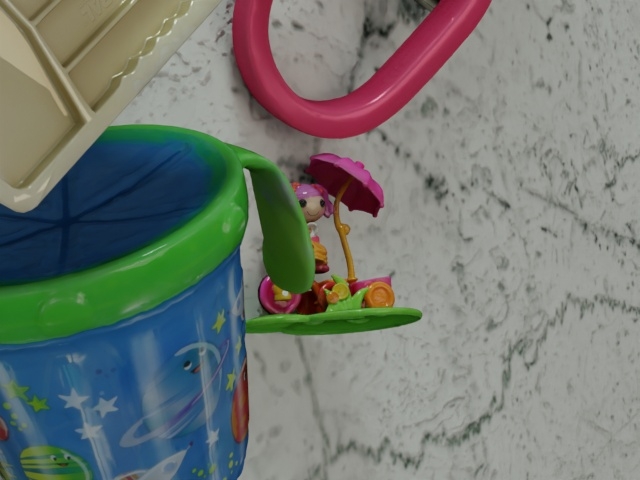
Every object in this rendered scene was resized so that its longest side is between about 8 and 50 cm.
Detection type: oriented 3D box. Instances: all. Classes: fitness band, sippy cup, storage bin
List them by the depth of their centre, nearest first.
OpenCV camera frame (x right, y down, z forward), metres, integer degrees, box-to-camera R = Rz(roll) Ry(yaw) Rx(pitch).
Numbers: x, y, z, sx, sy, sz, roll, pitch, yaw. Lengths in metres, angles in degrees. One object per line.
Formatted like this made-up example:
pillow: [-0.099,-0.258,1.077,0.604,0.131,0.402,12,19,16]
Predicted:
storage bin: [-0.201,-0.131,0.591,0.260,0.262,0.123,-56,129,-31]
sippy cup: [-0.147,0.069,0.710,0.240,0.305,0.224,-104,-176,-63]
fitness band: [0.048,-0.225,0.950,0.291,0.054,0.209,-47,132,-7]

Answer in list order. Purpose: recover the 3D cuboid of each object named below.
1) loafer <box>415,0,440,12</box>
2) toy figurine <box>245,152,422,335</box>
loafer: [0.072,-0.323,1.005,0.319,0.112,0.111,34,58,-44]
toy figurine: [0.000,0.000,0.964,0.173,0.130,0.159,-1,78,-24]
